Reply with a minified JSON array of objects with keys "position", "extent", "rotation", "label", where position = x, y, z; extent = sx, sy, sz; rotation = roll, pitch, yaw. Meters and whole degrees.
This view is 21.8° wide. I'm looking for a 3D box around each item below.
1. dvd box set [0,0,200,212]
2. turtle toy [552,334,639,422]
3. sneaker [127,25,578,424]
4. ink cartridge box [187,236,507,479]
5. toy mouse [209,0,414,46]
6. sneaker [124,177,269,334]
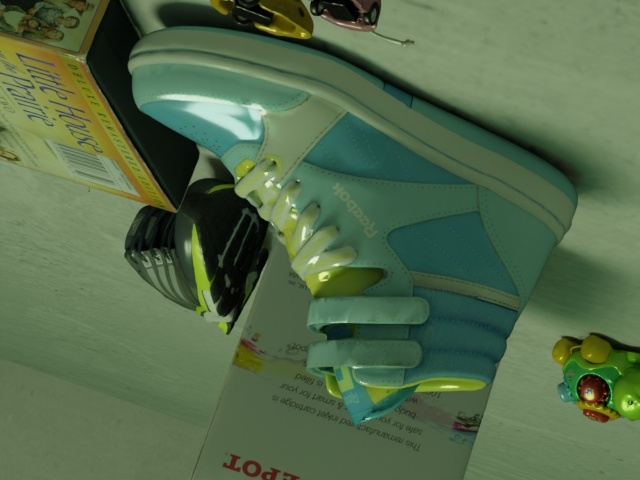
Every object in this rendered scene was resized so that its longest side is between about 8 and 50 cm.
[{"position":[-0.317,-0.150,1.239],"extent":[0.420,0.062,0.307],"rotation":[16,165,13],"label":"dvd box set"},{"position":[0.267,0.132,1.510],"extent":[0.095,0.066,0.130],"rotation":[24,165,-18],"label":"turtle toy"},{"position":[0.000,0.000,1.084],"extent":[0.319,0.208,0.127],"rotation":[22,167,-8],"label":"sneaker"},{"position":[0.035,0.116,1.344],"extent":[0.198,0.270,0.197],"rotation":[19,166,5],"label":"ink cartridge box"},{"position":[-0.020,-0.150,0.909],"extent":[0.161,0.031,0.143],"rotation":[19,166,2],"label":"toy mouse"},{"position":[-0.120,0.009,1.492],"extent":[0.121,0.111,0.300],"rotation":[23,164,3],"label":"sneaker"}]
